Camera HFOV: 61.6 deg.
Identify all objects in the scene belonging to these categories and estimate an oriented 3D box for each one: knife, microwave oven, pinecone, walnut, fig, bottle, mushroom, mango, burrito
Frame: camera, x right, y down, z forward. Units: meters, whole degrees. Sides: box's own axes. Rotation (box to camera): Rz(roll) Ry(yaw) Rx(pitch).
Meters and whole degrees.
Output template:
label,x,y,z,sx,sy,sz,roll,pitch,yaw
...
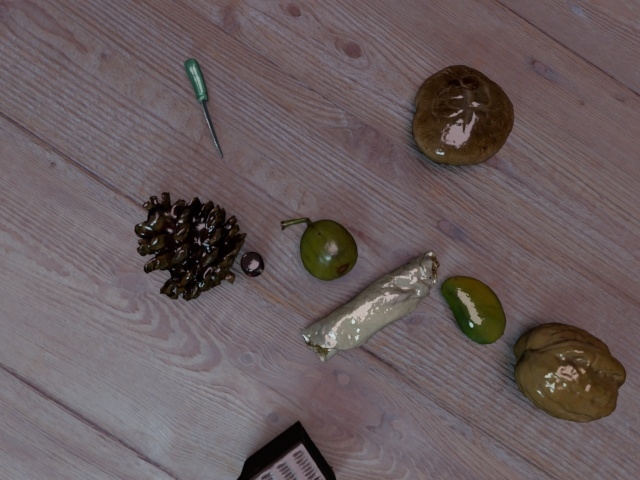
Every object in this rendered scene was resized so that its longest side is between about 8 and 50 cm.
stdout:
label,x,y,z,sx,sy,sz,roll,pitch,yaw
knife,-0.289,-0.336,1.351,0.034,0.063,0.261,-19,86,-2
microwave oven,-0.070,0.544,1.191,0.188,0.247,0.178,-37,85,-9
pinecone,-0.306,0.016,1.239,0.257,0.243,0.244,25,82,12
walnut,0.595,0.314,1.283,0.257,0.257,0.225,17,51,-3
fig,0.009,0.011,1.322,0.148,0.186,0.142,-34,132,12
bottle,-0.160,0.058,1.270,0.060,0.164,0.060,1,84,-5
mushroom,0.355,-0.318,1.363,0.278,0.146,0.278,1,77,-3
mango,0.391,0.168,1.346,0.122,0.085,0.191,-27,88,-4
burrito,0.139,0.166,1.332,0.392,0.076,0.117,-33,94,-5
